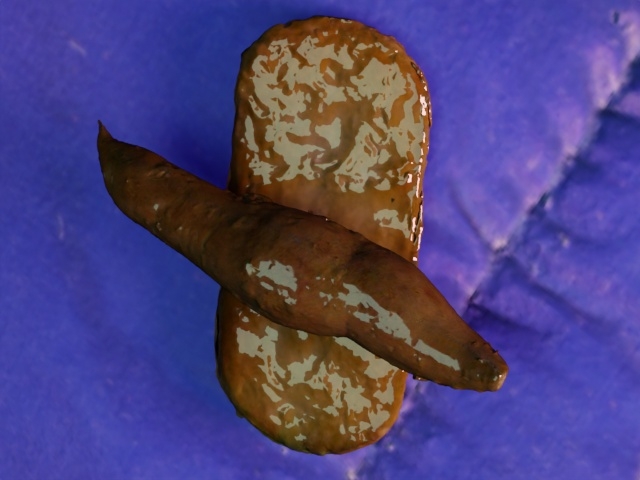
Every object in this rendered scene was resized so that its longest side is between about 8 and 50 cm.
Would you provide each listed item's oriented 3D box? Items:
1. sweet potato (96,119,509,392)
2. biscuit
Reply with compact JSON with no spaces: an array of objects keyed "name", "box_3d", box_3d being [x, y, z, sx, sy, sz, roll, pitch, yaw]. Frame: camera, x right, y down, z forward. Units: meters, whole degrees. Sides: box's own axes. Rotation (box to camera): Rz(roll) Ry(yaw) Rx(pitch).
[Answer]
[{"name":"sweet potato","box_3d":[-0.020,0.009,0.992,0.274,0.067,0.067,29,112,17]},{"name":"biscuit","box_3d":[0.000,0.000,1.031,0.118,0.029,0.247,10,105,18]}]
